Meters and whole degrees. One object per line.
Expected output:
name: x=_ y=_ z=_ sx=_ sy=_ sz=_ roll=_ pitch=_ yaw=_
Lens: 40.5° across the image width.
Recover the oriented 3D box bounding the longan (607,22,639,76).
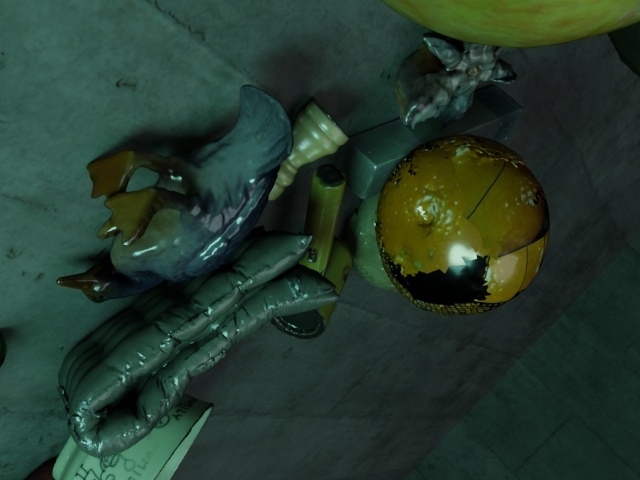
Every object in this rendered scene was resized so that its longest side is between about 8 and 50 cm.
longan: x=0.582 y=-0.359 z=1.169 sx=0.391 sy=0.391 sz=0.391 roll=-34 pitch=153 yaw=-21

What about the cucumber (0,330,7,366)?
cucumber: x=-0.424 y=0.205 z=0.915 sx=0.115 sy=0.063 sz=0.244 roll=2 pitch=130 yaw=-56

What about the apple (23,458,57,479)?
apple: x=-0.355 y=0.377 z=1.200 sx=0.153 sy=0.120 sz=0.153 roll=-35 pitch=153 yaw=-21

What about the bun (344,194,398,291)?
bun: x=0.163 y=-0.015 z=1.342 sx=0.259 sy=0.152 sz=0.259 roll=-36 pitch=155 yaw=-20

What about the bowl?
bowl: x=-0.251 y=0.278 z=1.099 sx=0.238 sy=0.126 sz=0.238 roll=-59 pitch=177 yaw=-5

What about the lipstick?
lipstick: x=0.161 y=-0.145 z=1.236 sx=0.317 sy=0.068 sz=0.066 roll=-24 pitch=149 yaw=-36

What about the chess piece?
chess piece: x=-0.031 y=-0.105 z=1.029 sx=0.122 sy=0.066 sz=0.066 roll=-41 pitch=155 yaw=6

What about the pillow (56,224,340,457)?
pillow: x=-0.154 y=0.100 z=0.994 sx=0.326 sy=0.101 sz=0.228 roll=-35 pitch=-166 yaw=-14

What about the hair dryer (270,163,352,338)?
hair dryer: x=0.000 y=0.000 z=1.143 sx=0.279 sy=0.090 sz=0.135 roll=101 pitch=13 yaw=-50

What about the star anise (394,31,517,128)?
star anise: x=0.182 y=-0.229 z=1.112 sx=0.236 sy=0.093 sz=0.229 roll=-35 pitch=152 yaw=-23

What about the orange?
orange: x=0.177 y=-0.019 z=1.104 sx=0.234 sy=0.234 sz=0.182 roll=-51 pitch=143 yaw=13

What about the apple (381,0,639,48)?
apple: x=0.166 y=-0.332 z=0.652 sx=0.391 sy=0.346 sz=0.391 roll=-30 pitch=146 yaw=-23

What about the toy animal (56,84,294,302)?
toy animal: x=-0.145 y=-0.035 z=0.896 sx=0.298 sy=0.122 sz=0.185 roll=-39 pitch=150 yaw=4
